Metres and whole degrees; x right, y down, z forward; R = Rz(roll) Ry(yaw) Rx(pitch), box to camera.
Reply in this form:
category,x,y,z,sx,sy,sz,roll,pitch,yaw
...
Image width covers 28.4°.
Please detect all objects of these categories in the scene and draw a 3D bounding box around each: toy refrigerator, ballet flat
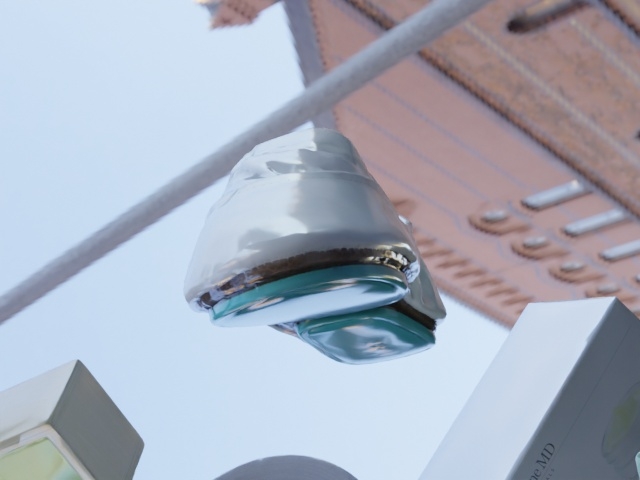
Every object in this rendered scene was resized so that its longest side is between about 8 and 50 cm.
category,x,y,z,sx,sy,sz,roll,pitch,yaw
toy refrigerator,-0.291,0.207,1.051,0.102,0.269,0.094,58,-158,-24
ballet flat,0.000,0.000,0.808,0.400,0.139,0.139,37,-140,-74

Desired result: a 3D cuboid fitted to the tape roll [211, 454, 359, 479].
category,x,y,z,sx,sy,sz,roll,pitch,yaw
tape roll,-0.034,0.281,0.989,0.072,0.219,0.219,55,-144,-45

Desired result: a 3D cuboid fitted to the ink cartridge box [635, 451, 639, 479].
category,x,y,z,sx,sy,sz,roll,pitch,yaw
ink cartridge box,0.261,0.120,0.714,0.171,0.056,0.235,8,-121,-23

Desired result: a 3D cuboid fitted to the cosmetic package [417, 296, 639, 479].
category,x,y,z,sx,sy,sz,roll,pitch,yaw
cosmetic package,0.234,0.204,1.082,0.224,0.138,0.224,40,-110,-15
